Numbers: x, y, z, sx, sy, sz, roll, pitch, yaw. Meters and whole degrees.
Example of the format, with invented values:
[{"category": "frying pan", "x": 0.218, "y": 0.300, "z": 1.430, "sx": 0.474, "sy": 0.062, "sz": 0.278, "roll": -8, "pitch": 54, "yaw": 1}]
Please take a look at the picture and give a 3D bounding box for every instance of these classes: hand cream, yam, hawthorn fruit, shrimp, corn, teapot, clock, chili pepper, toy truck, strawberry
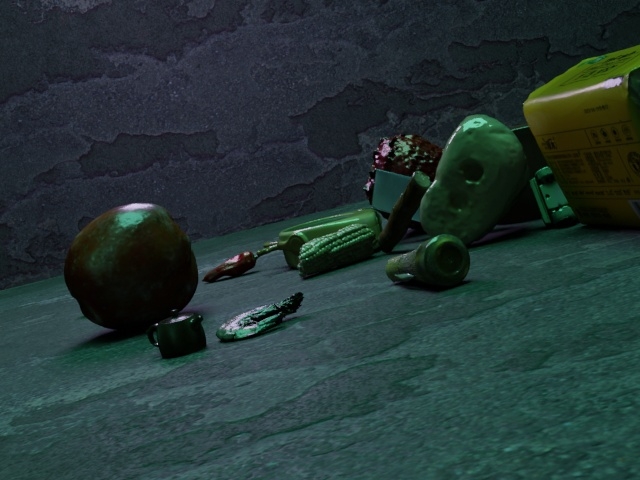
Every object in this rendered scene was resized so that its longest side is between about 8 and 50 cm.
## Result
[{"category": "hand cream", "x": 0.167, "y": 0.039, "z": 1.435, "sx": 0.084, "sy": 0.084, "sz": 0.203, "roll": -16, "pitch": 1, "yaw": -22}, {"category": "yam", "x": 0.178, "y": -0.058, "z": 1.858, "sx": 0.056, "sy": 0.057, "sz": 0.241, "roll": -17, "pitch": -30, "yaw": -30}, {"category": "hawthorn fruit", "x": -0.381, "y": 0.048, "z": 1.731, "sx": 0.284, "sy": 0.284, "sz": 0.284, "roll": -14, "pitch": 6, "yaw": 1}, {"category": "shrimp", "x": -0.090, "y": 0.131, "z": 1.387, "sx": 0.161, "sy": 0.034, "sz": 0.091, "roll": -22, "pitch": 20, "yaw": -20}, {"category": "corn", "x": 0.028, "y": 0.020, "z": 1.903, "sx": 0.211, "sy": 0.087, "sz": 0.087, "roll": -16, "pitch": 6, "yaw": -26}, {"category": "teapot", "x": -0.232, "y": 0.144, "z": 1.362, "sx": 0.121, "sy": 0.068, "sz": 0.076, "roll": -10, "pitch": 7, "yaw": 32}, {"category": "clock", "x": 0.000, "y": 0.000, "z": 2.107, "sx": 0.308, "sy": 0.096, "sz": 0.235, "roll": -13, "pitch": 7, "yaw": 8}, {"category": "chili pepper", "x": -0.221, "y": 0.069, "z": 2.198, "sx": 0.191, "sy": 0.050, "sz": 0.059, "roll": -25, "pitch": 7, "yaw": 7}, {"category": "toy truck", "x": 0.564, "y": -0.098, "z": 1.741, "sx": 0.259, "sy": 0.128, "sz": 0.135, "roll": -15, "pitch": -20, "yaw": -1}, {"category": "strawberry", "x": 0.264, "y": -0.141, "z": 2.194, "sx": 0.288, "sy": 0.239, "sz": 0.250, "roll": 22, "pitch": 25, "yaw": 12}]

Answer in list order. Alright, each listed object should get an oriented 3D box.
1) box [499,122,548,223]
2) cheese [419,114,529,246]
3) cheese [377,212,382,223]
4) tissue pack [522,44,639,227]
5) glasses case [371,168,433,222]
[{"category": "box", "x": 0.486, "y": -0.167, "z": 1.992, "sx": 0.301, "sy": 0.216, "sz": 0.301, "roll": -13, "pitch": 4, "yaw": 1}, {"category": "cheese", "x": 0.316, "y": -0.122, "z": 1.735, "sx": 0.173, "sy": 0.248, "sz": 0.251, "roll": 33, "pitch": 57, "yaw": 22}, {"category": "cheese", "x": 0.061, "y": -0.032, "z": 2.402, "sx": 0.249, "sy": 0.071, "sz": 0.163, "roll": -9, "pitch": 6, "yaw": 33}, {"category": "tissue pack", "x": 0.558, "y": -0.179, "z": 1.459, "sx": 0.228, "sy": 0.293, "sz": 0.382, "roll": -32, "pitch": 8, "yaw": -9}, {"category": "glasses case", "x": 0.241, "y": -0.094, "z": 1.996, "sx": 0.266, "sy": 0.105, "sz": 0.056, "roll": 19, "pitch": 19, "yaw": 40}]
